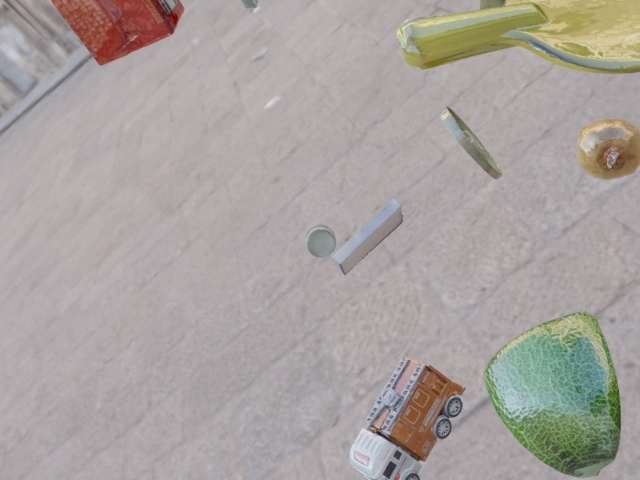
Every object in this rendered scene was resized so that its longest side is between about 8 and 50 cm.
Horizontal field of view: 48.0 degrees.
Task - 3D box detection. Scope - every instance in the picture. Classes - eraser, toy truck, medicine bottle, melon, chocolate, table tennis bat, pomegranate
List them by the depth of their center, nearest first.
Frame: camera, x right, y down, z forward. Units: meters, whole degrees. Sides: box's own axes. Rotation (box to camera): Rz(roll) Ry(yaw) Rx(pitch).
[{"bbox_3d":[0.270,-0.255,0.836,0.369,0.054,0.224,-12,52,-4],"label":"table tennis bat"},{"bbox_3d":[0.000,0.000,1.110,0.047,0.047,0.083,-43,4,3],"label":"medicine bottle"},{"bbox_3d":[0.086,-0.004,1.278,0.150,0.023,0.104,-43,-15,-4],"label":"eraser"},{"bbox_3d":[-0.422,-0.504,1.462,0.235,0.237,0.108,-12,34,35],"label":"chocolate"},{"bbox_3d":[0.609,0.397,1.792,0.331,0.226,0.343,-28,40,10],"label":"melon"},{"bbox_3d":[0.244,0.548,2.136,0.173,0.207,0.387,8,61,58],"label":"toy truck"},{"bbox_3d":[0.883,-0.284,2.192,0.207,0.207,0.207,-35,26,20],"label":"pomegranate"}]

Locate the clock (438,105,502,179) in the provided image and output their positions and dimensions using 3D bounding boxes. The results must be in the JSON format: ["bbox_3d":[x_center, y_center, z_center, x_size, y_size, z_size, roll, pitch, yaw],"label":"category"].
[{"bbox_3d":[0.398,-0.257,1.891,0.029,0.235,0.235,-41,24,20],"label":"clock"}]

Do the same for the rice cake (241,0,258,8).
[{"bbox_3d":[-0.177,-0.550,1.514,0.033,0.171,0.029,3,70,21],"label":"rice cake"}]

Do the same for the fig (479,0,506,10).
[{"bbox_3d":[0.406,-0.541,1.511,0.206,0.206,0.275,-57,-8,-24],"label":"fig"}]
